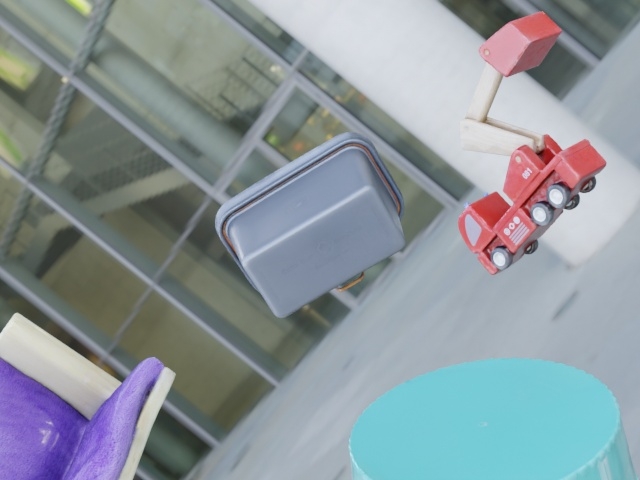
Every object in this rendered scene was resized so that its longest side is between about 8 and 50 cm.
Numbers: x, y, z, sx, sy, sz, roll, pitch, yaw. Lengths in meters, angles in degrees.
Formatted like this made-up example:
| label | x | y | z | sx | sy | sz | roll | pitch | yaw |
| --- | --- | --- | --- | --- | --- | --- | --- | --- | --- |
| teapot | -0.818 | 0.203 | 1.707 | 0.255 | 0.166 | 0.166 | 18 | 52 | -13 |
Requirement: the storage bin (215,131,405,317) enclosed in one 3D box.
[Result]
| label | x | y | z | sx | sy | sz | roll | pitch | yaw |
| --- | --- | --- | --- | --- | --- | --- | --- | --- | --- |
| storage bin | 0.000 | 0.000 | 0.838 | 0.135 | 0.098 | 0.091 | -30 | 21 | 5 |

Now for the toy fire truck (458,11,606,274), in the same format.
| label | x | y | z | sx | sy | sz | roll | pitch | yaw |
| --- | --- | --- | --- | --- | --- | --- | --- | --- | --- |
| toy fire truck | 0.157 | -0.075 | 0.947 | 0.047 | 0.135 | 0.192 | -25 | -20 | -41 |

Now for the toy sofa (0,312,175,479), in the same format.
| label | x | y | z | sx | sy | sz | roll | pitch | yaw |
| --- | --- | --- | --- | --- | --- | --- | --- | --- | --- |
| toy sofa | -0.253 | 0.203 | 0.928 | 0.177 | 0.150 | 0.362 | -49 | 13 | 25 |

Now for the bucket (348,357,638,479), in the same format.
| label | x | y | z | sx | sy | sz | roll | pitch | yaw |
| --- | --- | --- | --- | --- | --- | --- | --- | --- | --- |
| bucket | 0.159 | 0.239 | 1.046 | 0.281 | 0.183 | 0.281 | -10 | 20 | 4 |
